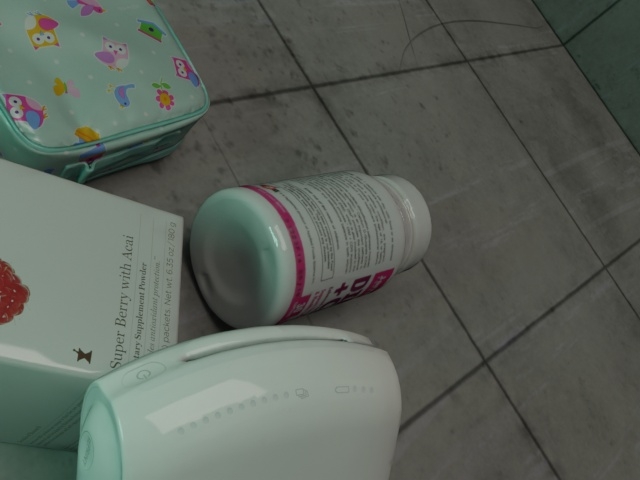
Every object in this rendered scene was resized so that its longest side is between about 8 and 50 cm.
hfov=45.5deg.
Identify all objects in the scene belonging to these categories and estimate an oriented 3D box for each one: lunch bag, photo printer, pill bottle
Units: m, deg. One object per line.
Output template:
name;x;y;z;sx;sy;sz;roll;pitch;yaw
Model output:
lunch bag;-0.272;-0.172;0.843;0.279;0.108;0.224;-29;87;-47
photo printer;-0.065;0.214;0.603;0.256;0.307;0.107;-3;21;-34
pill bottle;0.000;0.000;0.921;0.283;0.160;0.160;-14;72;-46

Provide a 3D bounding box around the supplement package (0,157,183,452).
supplement package;-0.283;0.049;0.623;0.293;0.175;0.177;18;52;-31
